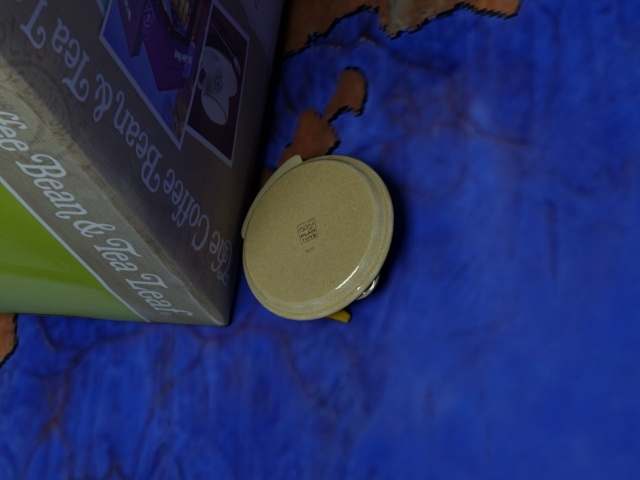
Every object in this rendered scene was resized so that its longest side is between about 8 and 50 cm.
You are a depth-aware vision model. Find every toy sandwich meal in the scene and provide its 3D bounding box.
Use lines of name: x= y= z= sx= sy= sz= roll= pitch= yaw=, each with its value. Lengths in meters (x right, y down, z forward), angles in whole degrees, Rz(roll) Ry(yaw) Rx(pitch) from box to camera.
toy sandwich meal: x=0.000 y=0.000 z=0.757 sx=0.085 sy=0.029 sz=0.086 roll=-13 pitch=63 yaw=28

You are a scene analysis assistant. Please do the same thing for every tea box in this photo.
tea box: x=-0.211 y=-0.122 z=0.718 sx=0.323 sy=0.329 sz=0.220 roll=4 pitch=69 yaw=15
